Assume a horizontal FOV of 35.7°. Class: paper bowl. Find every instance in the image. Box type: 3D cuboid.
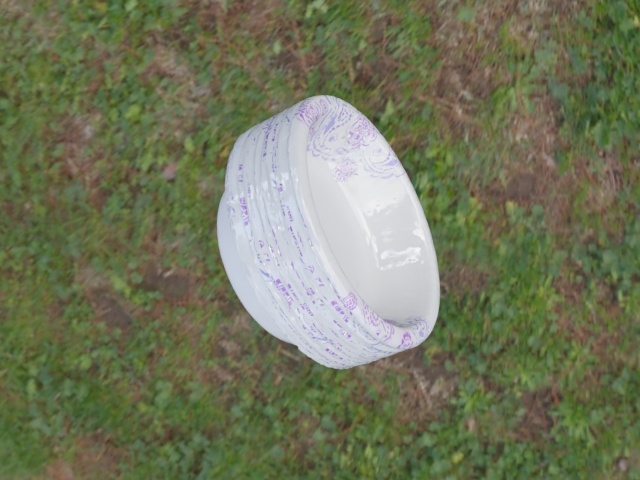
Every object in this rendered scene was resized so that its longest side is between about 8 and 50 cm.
[{"bbox_3d":[0.000,0.000,1.069,0.148,0.284,0.284,-24,106,26],"label":"paper bowl"}]
